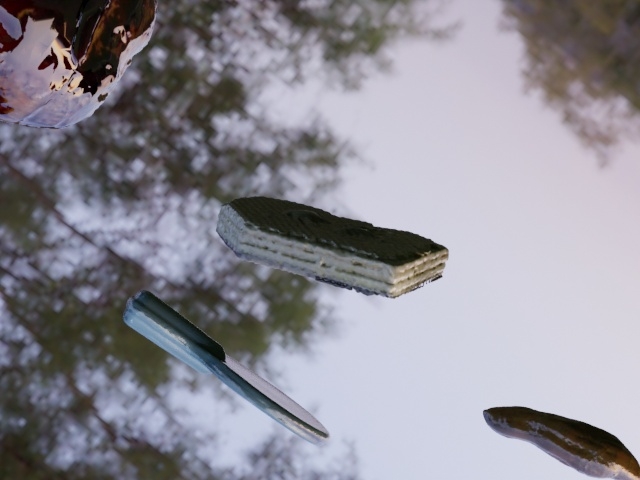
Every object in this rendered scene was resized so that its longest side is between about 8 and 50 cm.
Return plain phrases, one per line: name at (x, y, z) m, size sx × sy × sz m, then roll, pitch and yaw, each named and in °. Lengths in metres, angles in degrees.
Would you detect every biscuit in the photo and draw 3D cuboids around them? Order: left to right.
biscuit at (0.000, 0.000, 1.668) m, size 0.252 × 0.052 × 0.150 m, roll 15°, pitch -165°, yaw 26°

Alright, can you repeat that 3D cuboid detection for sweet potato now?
sweet potato at (0.258, 0.213, 1.664) m, size 0.182 × 0.053 × 0.054 m, roll 22°, pitch -149°, yaw 17°

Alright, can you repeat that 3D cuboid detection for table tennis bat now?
table tennis bat at (-0.089, 0.126, 1.496) m, size 0.237 × 0.038 × 0.149 m, roll 37°, pitch 180°, yaw -16°

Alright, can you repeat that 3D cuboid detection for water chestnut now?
water chestnut at (-0.309, -0.263, 1.642) m, size 0.244 × 0.289 × 0.289 m, roll 23°, pitch -173°, yaw 24°
